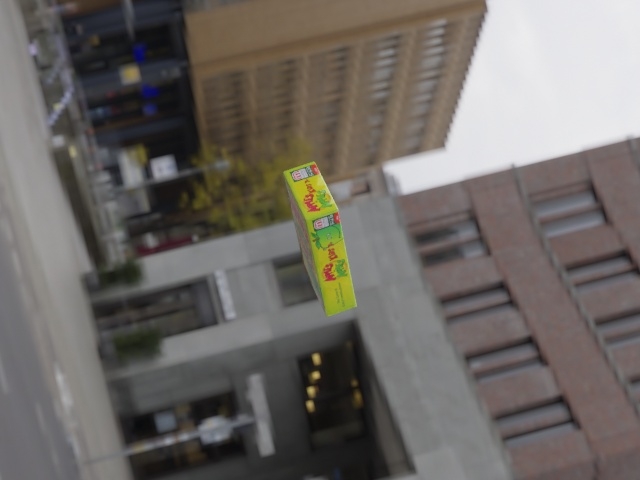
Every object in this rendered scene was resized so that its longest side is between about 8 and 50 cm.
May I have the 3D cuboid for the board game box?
[{"bbox_3d":[0.000,0.000,1.782,0.181,0.043,0.092,78,-9,-47],"label":"board game box"}]
